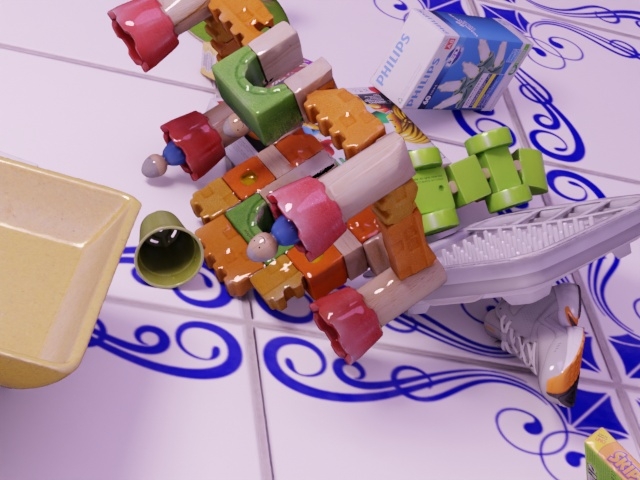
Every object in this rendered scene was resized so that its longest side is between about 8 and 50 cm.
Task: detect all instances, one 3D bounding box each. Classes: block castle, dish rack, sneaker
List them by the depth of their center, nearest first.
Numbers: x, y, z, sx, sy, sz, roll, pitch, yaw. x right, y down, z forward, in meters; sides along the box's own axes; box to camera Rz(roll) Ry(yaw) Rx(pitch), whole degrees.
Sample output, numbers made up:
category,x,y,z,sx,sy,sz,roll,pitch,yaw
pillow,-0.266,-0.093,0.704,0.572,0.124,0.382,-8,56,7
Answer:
category,x,y,z,sx,sy,sz,roll,pitch,yaw
block castle,-0.071,-0.086,1.812,0.213,0.303,0.453,-34,53,-11
sneaker,0.263,0.127,1.917,0.121,0.099,0.262,7,20,4
dish rack,0.248,0.021,1.959,0.286,0.072,0.333,-7,9,43

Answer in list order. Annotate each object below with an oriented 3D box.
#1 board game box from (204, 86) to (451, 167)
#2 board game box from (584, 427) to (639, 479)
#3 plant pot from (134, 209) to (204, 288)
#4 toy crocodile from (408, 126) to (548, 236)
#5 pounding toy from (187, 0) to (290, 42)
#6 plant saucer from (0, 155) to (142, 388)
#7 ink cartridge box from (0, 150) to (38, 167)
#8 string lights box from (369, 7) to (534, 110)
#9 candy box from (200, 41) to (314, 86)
category,x,y,z,sx,sy,sz,roll,pitch,yaw
board game box,0.010,-0.135,2.155,0.305,0.053,0.193,-9,45,-38
board game box,0.390,0.327,1.698,0.039,0.124,0.259,-35,59,-10
plant pot,-0.188,0.002,1.849,0.083,0.083,0.079,9,25,-20
toy crocodile,0.184,-0.075,2.131,0.341,0.105,0.115,-16,84,-33
pounding toy,-0.140,-0.390,2.364,0.237,0.110,0.183,36,37,18
plant saucer,-0.374,0.022,1.531,0.333,0.081,0.332,16,30,-3
ink cartridge box,-0.450,-0.050,1.750,0.212,0.093,0.154,19,35,-2
string lights box,0.201,-0.271,2.331,0.077,0.133,0.260,44,27,26
candy box,-0.086,-0.241,2.183,0.109,0.053,0.187,-2,16,-26
